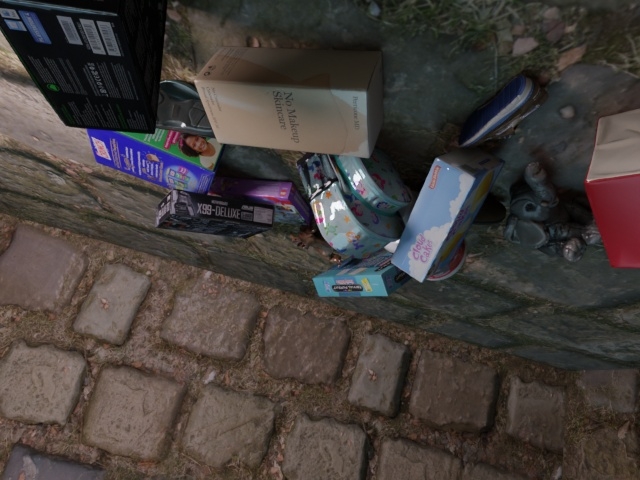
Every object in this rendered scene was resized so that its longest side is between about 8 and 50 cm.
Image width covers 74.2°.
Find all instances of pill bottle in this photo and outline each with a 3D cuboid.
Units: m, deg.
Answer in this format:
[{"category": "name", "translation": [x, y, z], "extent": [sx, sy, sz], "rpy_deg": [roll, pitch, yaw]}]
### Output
[{"category": "pill bottle", "translation": [0.257, -0.024, 1.141], "extent": [0.176, 0.177, 0.318], "rpy_deg": [-2, 155, 40]}]

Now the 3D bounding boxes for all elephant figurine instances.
[{"category": "elephant figurine", "translation": [0.480, -0.067, 0.935], "extent": [0.239, 0.169, 0.186], "rpy_deg": [26, 118, -8]}]

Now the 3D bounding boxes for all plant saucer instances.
[{"category": "plant saucer", "translation": [-0.311, -0.327, 0.962], "extent": [0.119, 0.021, 0.119], "rpy_deg": [13, 160, 5]}]

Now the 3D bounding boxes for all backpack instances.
[{"category": "backpack", "translation": [0.082, -0.093, 0.934], "extent": [0.191, 0.254, 0.225], "rpy_deg": [-31, 151, 34]}]

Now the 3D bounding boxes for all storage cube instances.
[{"category": "storage cube", "translation": [0.546, -0.088, 0.658], "extent": [0.214, 0.184, 0.193], "rpy_deg": [-5, 132, 46]}]

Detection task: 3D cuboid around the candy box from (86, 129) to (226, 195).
[{"category": "candy box", "translation": [-0.433, -0.244, 1.132], "extent": [0.317, 0.122, 0.268], "rpy_deg": [20, 162, -17]}]

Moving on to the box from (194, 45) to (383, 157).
[{"category": "box", "translation": [-0.048, -0.255, 0.771], "extent": [0.310, 0.121, 0.148], "rpy_deg": [9, 143, 17]}]

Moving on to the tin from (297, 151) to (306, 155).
[{"category": "tin", "translation": [-0.020, -0.247, 0.947], "extent": [0.106, 0.040, 0.190], "rpy_deg": [15, 161, 13]}]

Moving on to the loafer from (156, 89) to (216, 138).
[{"category": "loafer", "translation": [-0.341, -0.280, 0.948], "extent": [0.267, 0.096, 0.084], "rpy_deg": [15, 167, -5]}]

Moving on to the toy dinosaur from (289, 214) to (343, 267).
[{"category": "toy dinosaur", "translation": [0.000, 0.000, 1.503], "extent": [0.200, 0.127, 0.296], "rpy_deg": [22, 174, 3]}]

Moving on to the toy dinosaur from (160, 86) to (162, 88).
[{"category": "toy dinosaur", "translation": [-0.414, -0.381, 0.738], "extent": [0.313, 0.161, 0.121], "rpy_deg": [17, 148, -34]}]

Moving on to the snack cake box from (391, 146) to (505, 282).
[{"category": "snack cake box", "translation": [0.262, -0.055, 0.888], "extent": [0.089, 0.152, 0.265], "rpy_deg": [36, 132, 25]}]

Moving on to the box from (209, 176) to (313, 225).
[{"category": "box", "translation": [-0.192, -0.127, 1.372], "extent": [0.293, 0.057, 0.201], "rpy_deg": [8, 161, 21]}]

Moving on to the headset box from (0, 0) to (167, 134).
[{"category": "headset box", "translation": [-0.293, -0.332, 0.566], "extent": [0.131, 0.283, 0.246], "rpy_deg": [3, 164, -12]}]

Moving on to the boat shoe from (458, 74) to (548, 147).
[{"category": "boat shoe", "translation": [0.317, -0.210, 0.749], "extent": [0.066, 0.066, 0.183], "rpy_deg": [18, 161, -13]}]

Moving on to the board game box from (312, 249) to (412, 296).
[{"category": "board game box", "translation": [0.175, 0.112, 1.498], "extent": [0.253, 0.079, 0.336], "rpy_deg": [-27, -168, -39]}]

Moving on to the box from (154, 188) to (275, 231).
[{"category": "box", "translation": [-0.328, -0.072, 1.302], "extent": [0.307, 0.077, 0.242], "rpy_deg": [7, 169, -29]}]

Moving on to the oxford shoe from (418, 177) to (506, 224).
[{"category": "oxford shoe", "translation": [0.355, -0.099, 1.007], "extent": [0.227, 0.083, 0.096], "rpy_deg": [18, 156, -11]}]
